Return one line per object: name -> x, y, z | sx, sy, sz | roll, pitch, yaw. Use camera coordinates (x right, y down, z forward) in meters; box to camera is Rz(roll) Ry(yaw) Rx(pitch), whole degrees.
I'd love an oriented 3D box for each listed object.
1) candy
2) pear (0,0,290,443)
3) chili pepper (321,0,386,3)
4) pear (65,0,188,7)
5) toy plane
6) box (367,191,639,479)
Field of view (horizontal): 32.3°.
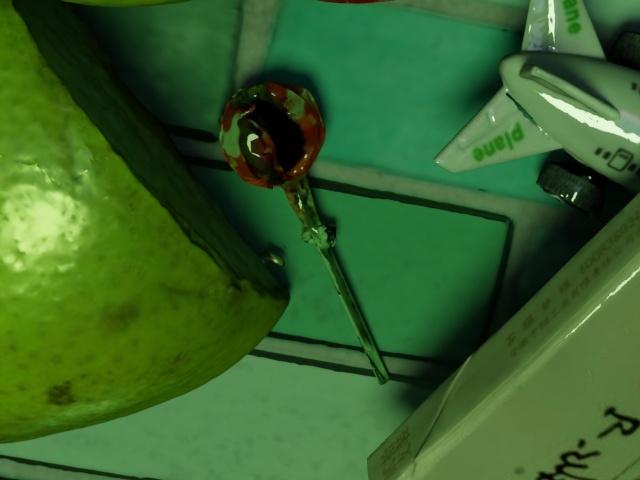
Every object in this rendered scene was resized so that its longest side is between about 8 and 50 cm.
candy -> 0.000, 0.000, 0.596 | 0.055, 0.049, 0.184 | -21, 108, 10
pear -> -0.188, -0.002, 0.549 | 0.239, 0.139, 0.288 | -34, 98, 14
chili pepper -> -0.011, -0.152, 0.558 | 0.191, 0.050, 0.059 | 4, 84, -9
pear -> -0.110, -0.225, 0.463 | 0.282, 0.286, 0.176 | 35, 141, -12
toy plane -> 0.193, -0.039, 0.559 | 0.255, 0.101, 0.251 | 26, 98, -9
box -> 0.213, 0.053, 0.515 | 0.204, 0.051, 0.365 | 34, 113, -18
